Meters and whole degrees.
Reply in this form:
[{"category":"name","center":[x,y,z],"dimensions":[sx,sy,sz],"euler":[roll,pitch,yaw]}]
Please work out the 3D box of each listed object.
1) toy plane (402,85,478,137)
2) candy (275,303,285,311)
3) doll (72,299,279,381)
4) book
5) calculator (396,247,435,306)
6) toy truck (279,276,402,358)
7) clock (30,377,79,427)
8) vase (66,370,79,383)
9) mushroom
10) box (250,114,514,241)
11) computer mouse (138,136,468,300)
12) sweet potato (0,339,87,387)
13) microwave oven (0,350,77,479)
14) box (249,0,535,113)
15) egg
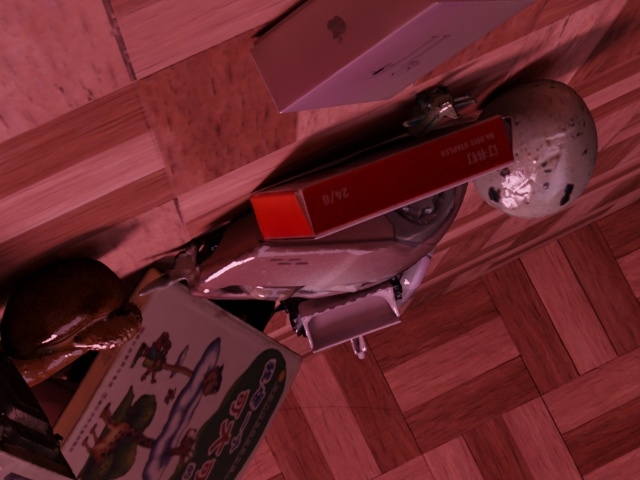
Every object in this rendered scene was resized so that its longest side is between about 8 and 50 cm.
[{"category":"toy plane","center":[0.097,-0.113,1.218],"dimensions":[0.080,0.033,0.083],"euler":[-22,178,-30]},{"category":"candy","center":[-0.012,0.079,2.049],"dimensions":[0.088,0.038,0.136],"euler":[-25,-178,16]},{"category":"doll","center":[-0.167,0.117,1.638],"dimensions":[0.248,0.088,0.127],"euler":[-20,-159,-2]},{"category":"book","center":[-0.158,0.194,1.513],"dimensions":[0.260,0.043,0.371],"euler":[-59,152,-4]},{"category":"calculator","center":[0.116,0.006,1.731],"dimensions":[0.246,0.045,0.141],"euler":[104,7,-79]},{"category":"toy truck","center":[0.025,0.072,1.589],"dimensions":[0.136,0.111,0.286],"euler":[-20,-170,-2]},{"category":"clock","center":[-0.377,0.305,1.585],"dimensions":[0.368,0.250,0.376],"euler":[-30,170,27]},{"category":"vase","center":[-0.192,0.288,1.799],"dimensions":[0.173,0.321,0.173],"euler":[-26,172,-4]},{"category":"mushroom","center":[-0.216,0.066,1.176],"dimensions":[0.127,0.087,0.127],"euler":[-30,170,-6]},{"category":"box","center":[0.060,-0.058,1.265],"dimensions":[0.229,0.050,0.123],"euler":[-21,-172,-23]},{"category":"computer mouse","center":[0.004,0.005,1.394],"dimensions":[0.389,0.115,0.199],"euler":[-23,168,-26]},{"category":"sweet potato","center":[-0.327,0.126,1.294],"dimensions":[0.281,0.059,0.067],"euler":[-22,128,-22]},{"category":"microwave oven","center":[-0.302,0.155,1.131],"dimensions":[0.129,0.163,0.205],"euler":[-32,162,-2]},{"category":"box","center":[0.046,-0.135,0.859],"dimensions":[0.129,0.051,0.130],"euler":[-32,169,34]},{"category":"egg","center":[0.209,-0.092,1.361],"dimensions":[0.131,0.131,0.164],"euler":[-25,158,-10]}]
